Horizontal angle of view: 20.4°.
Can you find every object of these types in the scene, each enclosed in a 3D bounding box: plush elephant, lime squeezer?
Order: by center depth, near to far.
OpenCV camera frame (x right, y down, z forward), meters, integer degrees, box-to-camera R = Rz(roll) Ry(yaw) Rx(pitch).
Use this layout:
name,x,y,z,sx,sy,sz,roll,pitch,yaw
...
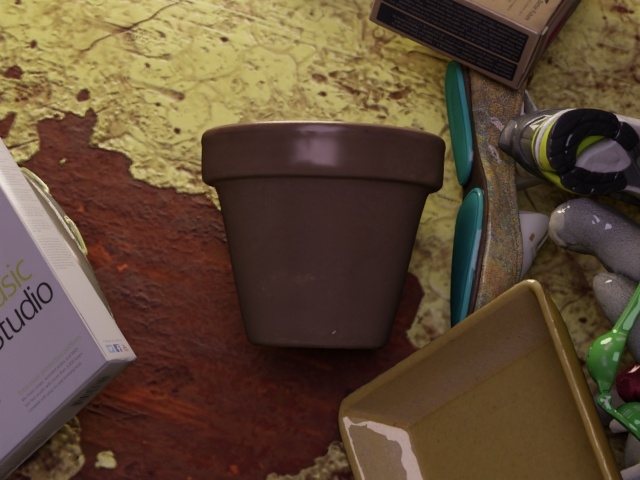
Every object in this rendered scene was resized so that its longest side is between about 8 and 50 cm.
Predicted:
name,x,y,z,sx,sy,sz,roll,pitch,yaw
lime squeezer,0.315,0.147,1.701,0.110,0.059,0.310,-8,77,-9
plush elephant,0.373,0.150,1.833,0.330,0.272,0.255,44,114,48

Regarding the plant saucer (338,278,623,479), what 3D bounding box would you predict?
name,x,y,z,sx,sy,sz,roll,pitch,yaw
plant saucer,0.184,0.252,1.779,0.081,0.333,0.332,0,63,-41

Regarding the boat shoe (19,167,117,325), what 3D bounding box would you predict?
name,x,y,z,sx,sy,sz,roll,pitch,yaw
boat shoe,-0.296,0.029,1.940,0.109,0.091,0.305,-46,69,23

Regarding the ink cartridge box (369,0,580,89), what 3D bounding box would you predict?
name,x,y,z,sx,sy,sz,roll,pitch,yaw
ink cartridge box,0.190,-0.293,2.022,0.193,0.088,0.234,27,41,10

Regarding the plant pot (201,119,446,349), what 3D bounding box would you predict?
name,x,y,z,sx,sy,sz,roll,pitch,yaw
plant pot,0.000,0.000,1.898,0.263,0.263,0.229,1,87,1

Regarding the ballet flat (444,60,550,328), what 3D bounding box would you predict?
name,x,y,z,sx,sy,sz,roll,pitch,yaw
ballet flat,0.200,-0.050,1.967,0.123,0.123,0.348,0,67,0

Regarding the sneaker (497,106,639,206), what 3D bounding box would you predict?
name,x,y,z,sx,sy,sz,roll,pitch,yaw
sneaker,0.321,-0.094,1.934,0.121,0.300,0.111,23,96,52

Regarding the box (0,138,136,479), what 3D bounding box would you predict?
name,x,y,z,sx,sy,sz,roll,pitch,yaw
box,-0.361,0.067,1.890,0.232,0.058,0.322,-43,69,22
